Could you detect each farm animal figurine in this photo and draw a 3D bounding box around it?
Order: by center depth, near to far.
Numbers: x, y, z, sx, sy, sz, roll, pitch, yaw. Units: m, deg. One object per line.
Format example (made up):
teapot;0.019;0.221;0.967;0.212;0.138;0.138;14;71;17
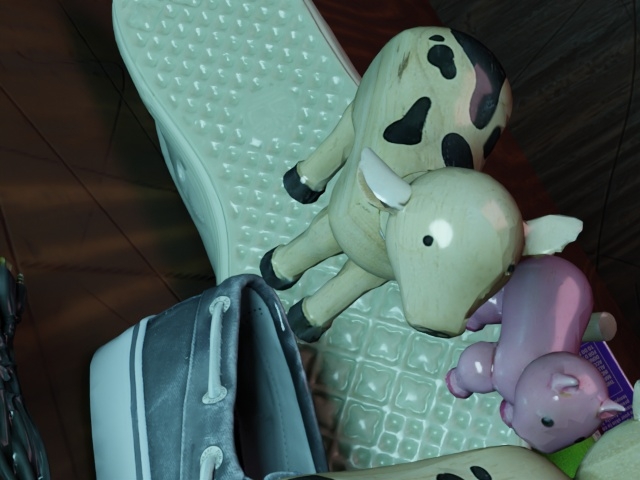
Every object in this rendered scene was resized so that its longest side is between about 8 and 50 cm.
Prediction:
farm animal figurine;0.057;0.084;0.442;0.327;0.172;0.330;-26;80;-42

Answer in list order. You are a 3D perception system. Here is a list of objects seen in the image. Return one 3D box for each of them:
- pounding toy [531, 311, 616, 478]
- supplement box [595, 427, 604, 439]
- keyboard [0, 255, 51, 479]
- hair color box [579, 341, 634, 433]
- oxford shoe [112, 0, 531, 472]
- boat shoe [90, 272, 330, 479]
pounding toy;0.090;0.159;0.788;0.110;0.183;0.236;-6;93;-29
supplement box;0.114;0.110;0.924;0.073;0.130;0.239;-10;64;-32
keyboard;-0.159;0.060;0.417;0.201;0.033;0.317;25;36;-51
hair color box;0.230;0.206;1.062;0.339;0.110;0.185;62;-4;8
oxford shoe;0.000;0.000;0.794;0.130;0.169;0.449;71;-7;-67
boat shoe;-0.022;0.139;0.540;0.108;0.102;0.301;43;21;-41
